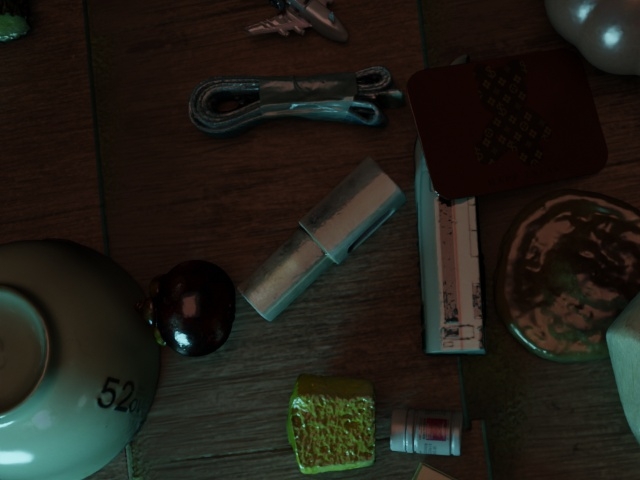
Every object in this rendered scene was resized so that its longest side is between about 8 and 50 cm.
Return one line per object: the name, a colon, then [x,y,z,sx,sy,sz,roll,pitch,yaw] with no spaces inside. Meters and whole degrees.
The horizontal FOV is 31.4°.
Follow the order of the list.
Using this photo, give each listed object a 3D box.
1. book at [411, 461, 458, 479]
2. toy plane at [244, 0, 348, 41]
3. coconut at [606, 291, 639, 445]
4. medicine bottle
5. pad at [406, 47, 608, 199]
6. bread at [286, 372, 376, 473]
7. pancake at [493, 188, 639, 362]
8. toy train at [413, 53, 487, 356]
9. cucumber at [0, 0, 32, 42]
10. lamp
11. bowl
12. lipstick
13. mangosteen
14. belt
book: [0.157,0.472,1.462,0.217,0.021,0.310,26,85,13]
toy plane: [-0.029,-0.337,1.617,0.171,0.065,0.162,36,76,18]
coconut: [0.467,0.147,1.366,0.237,0.237,0.266,40,82,13]
medicine bottle: [0.139,0.249,1.485,0.091,0.058,0.058,2,80,9]
pad: [0.250,-0.157,1.508,0.267,0.004,0.181,-12,83,-19]
bread: [0.016,0.235,1.481,0.114,0.111,0.129,-1,98,4]
pancake: [0.340,0.041,1.496,0.242,0.050,0.242,-1,79,8]
toy train: [0.170,-0.050,1.523,0.088,0.086,0.407,-3,79,11]
cucumber: [-0.496,-0.477,1.700,0.096,0.096,0.359,-11,76,7]
lamp: [0.432,-0.360,1.457,0.305,0.239,0.305,-2,79,9]
bowl: [-0.407,0.156,1.521,0.354,0.185,0.354,-2,79,8]
lipstick: [0.000,0.000,1.541,0.253,0.079,0.077,-42,76,-1]
mangosteen: [-0.182,0.091,1.531,0.140,0.140,0.140,-2,80,8]
belt: [-0.033,-0.188,1.586,0.302,0.072,0.087,-2,75,10]
